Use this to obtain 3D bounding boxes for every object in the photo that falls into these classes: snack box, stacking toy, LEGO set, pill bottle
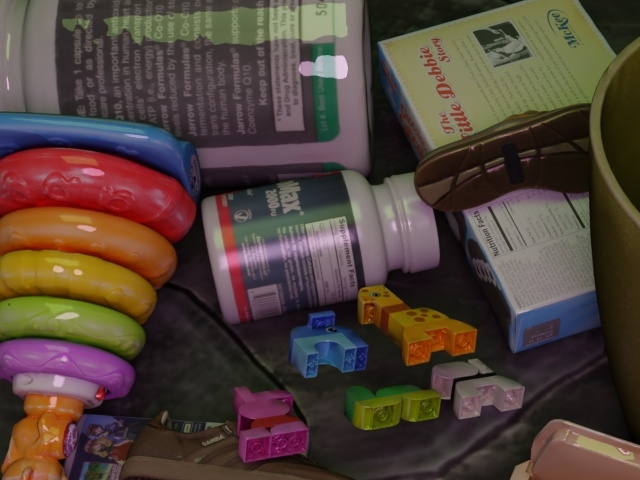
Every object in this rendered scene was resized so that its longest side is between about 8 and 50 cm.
[{"bbox_3d":[0.185,-0.072,0.992,0.187,0.060,0.322,-16,52,-6],"label":"snack box"},{"bbox_3d":[-0.189,0.064,0.890,0.166,0.175,0.301,6,69,1],"label":"stacking toy"},{"bbox_3d":[0.034,0.083,0.872,0.227,0.087,0.093,-5,25,-26],"label":"LEGO set"},{"bbox_3d":[0.000,0.000,0.971,0.180,0.108,0.108,-11,50,-4],"label":"pill bottle"},{"bbox_3d":[-0.136,-0.145,1.043,0.361,0.204,0.204,-2,51,4],"label":"pill bottle"}]

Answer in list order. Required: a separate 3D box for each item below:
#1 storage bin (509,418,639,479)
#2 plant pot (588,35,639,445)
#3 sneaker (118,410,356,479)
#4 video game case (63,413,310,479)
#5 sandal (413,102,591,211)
[{"bbox_3d":[0.201,0.275,0.712,0.260,0.123,0.262,17,55,19],"label":"storage bin"},{"bbox_3d":[0.294,0.044,0.772,0.275,0.293,0.274,-1,46,1],"label":"plant pot"},{"bbox_3d":[-0.047,0.158,0.844,0.188,0.066,0.071,8,48,11],"label":"sneaker"},{"bbox_3d":[-0.110,0.221,0.858,0.184,0.023,0.201,3,52,8],"label":"video game case"},{"bbox_3d":[0.159,-0.069,0.920,0.180,0.072,0.049,-12,30,4],"label":"sandal"}]
